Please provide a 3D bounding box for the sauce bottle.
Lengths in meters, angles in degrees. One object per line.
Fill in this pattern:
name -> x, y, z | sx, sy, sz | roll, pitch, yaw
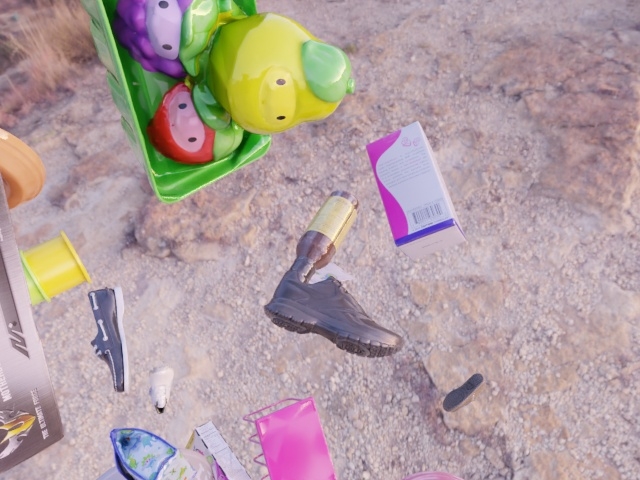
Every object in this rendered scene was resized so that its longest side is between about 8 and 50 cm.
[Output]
sauce bottle -> 0.000, 0.000, 1.400 | 0.111, 0.112, 0.344 | 16, 50, 22

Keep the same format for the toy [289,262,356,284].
toy -> 0.005, 0.139, 1.832 | 0.237, 0.056, 0.136 | 1, 25, -48

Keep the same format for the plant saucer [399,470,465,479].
plant saucer -> 0.277, 0.688, 1.108 | 0.331, 0.084, 0.332 | 2, 51, -2

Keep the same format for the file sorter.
file sorter -> -0.107, 0.674, 1.584 | 0.202, 0.182, 0.291 | -14, 84, -30

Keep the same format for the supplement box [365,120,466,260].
supplement box -> 0.177, -0.091, 0.929 | 0.111, 0.114, 0.220 | -21, 66, 19

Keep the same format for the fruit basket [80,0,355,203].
fruit basket -> -0.154, -0.247, 0.751 | 0.392, 0.392, 0.282 | 32, 52, 32

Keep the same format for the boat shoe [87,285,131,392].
boat shoe -> -0.560, 0.264, 1.311 | 0.091, 0.114, 0.303 | -6, 54, -24

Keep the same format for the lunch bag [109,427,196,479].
lunch bag -> -0.343, 0.441, 0.986 | 0.151, 0.129, 0.096 | 20, 51, 27

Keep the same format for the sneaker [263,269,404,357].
sneaker -> 0.037, 0.143, 0.990 | 0.286, 0.109, 0.130 | 22, 63, 1

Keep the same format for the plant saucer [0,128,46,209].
plant saucer -> -0.459, -0.086, 0.621 | 0.199, 0.200, 0.037 | -8, 64, 2

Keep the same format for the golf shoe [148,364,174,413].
golf shoe -> -0.433, 0.410, 1.359 | 0.069, 0.176, 0.086 | -6, 49, -23

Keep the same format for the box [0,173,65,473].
box -> -0.256, 0.019, 0.337 | 0.183, 0.231, 0.056 | 33, 39, 33

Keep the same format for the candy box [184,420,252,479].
candy box -> -0.330, 0.712, 1.552 | 0.071, 0.159, 0.233 | -10, 46, -48

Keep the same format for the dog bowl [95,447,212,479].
dog bowl -> -0.432, 0.695, 1.261 | 0.348, 0.349, 0.102 | -26, 38, -15

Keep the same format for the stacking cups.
stacking cups -> -0.503, 0.097, 0.710 | 0.316, 0.096, 0.096 | -31, 50, -23

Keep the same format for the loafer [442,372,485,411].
loafer -> 0.415, 0.442, 1.409 | 0.148, 0.050, 0.056 | -39, 30, 5
